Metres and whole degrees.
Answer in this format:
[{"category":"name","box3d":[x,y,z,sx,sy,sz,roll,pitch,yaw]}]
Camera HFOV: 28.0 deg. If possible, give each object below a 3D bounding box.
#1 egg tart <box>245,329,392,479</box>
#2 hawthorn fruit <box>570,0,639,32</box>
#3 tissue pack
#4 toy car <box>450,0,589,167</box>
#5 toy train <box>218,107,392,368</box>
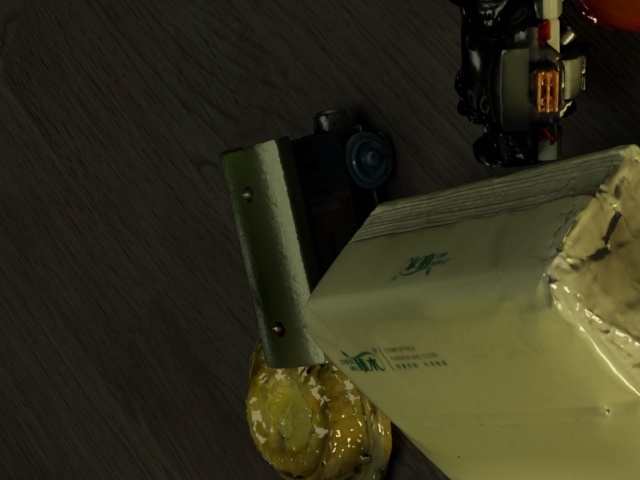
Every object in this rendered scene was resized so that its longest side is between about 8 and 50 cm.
[{"category":"egg tart","box3d":[-0.018,0.229,1.706,0.279,0.095,0.279,20,118,42]},{"category":"hawthorn fruit","box3d":[0.324,-0.260,1.100,0.251,0.189,0.189,20,117,49]},{"category":"tissue pack","box3d":[0.208,0.091,1.249,0.297,0.207,0.380,47,150,-18]},{"category":"toy car","box3d":[0.185,-0.183,1.236,0.301,0.118,0.193,-99,5,-67]},{"category":"toy train","box3d":[0.000,0.000,1.528,0.131,0.202,0.299,-8,96,49]}]
